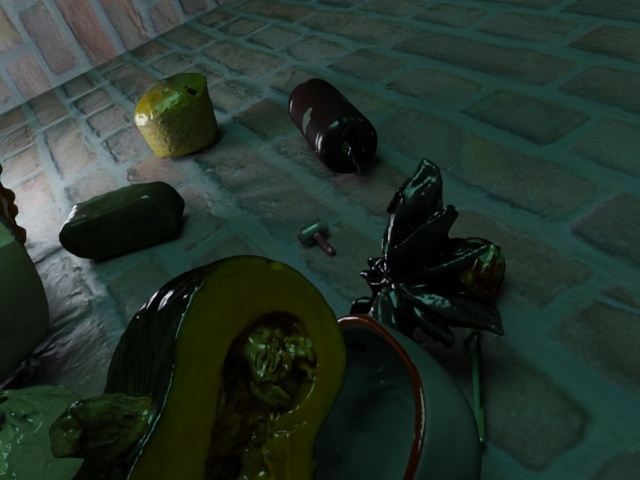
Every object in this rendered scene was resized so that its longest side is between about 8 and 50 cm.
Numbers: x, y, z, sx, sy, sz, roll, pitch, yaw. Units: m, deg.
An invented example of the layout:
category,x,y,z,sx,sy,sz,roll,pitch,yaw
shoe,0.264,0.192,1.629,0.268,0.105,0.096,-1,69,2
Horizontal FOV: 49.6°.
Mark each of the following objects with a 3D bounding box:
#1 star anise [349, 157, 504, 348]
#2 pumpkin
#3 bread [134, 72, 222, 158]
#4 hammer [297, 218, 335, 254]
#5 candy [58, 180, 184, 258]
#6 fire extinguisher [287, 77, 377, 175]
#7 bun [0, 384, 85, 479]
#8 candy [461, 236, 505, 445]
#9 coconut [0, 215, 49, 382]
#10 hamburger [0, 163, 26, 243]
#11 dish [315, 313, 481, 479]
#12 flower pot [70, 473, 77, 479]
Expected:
category,x,y,z,sx,sy,sz,roll,pitch,yaw
star anise,0.103,0.053,0.780,0.212,0.129,0.283,26,98,68
pumpkin,-0.105,0.163,0.556,0.139,0.222,0.317,-28,44,55
bread,-0.333,-0.294,1.614,0.197,0.170,0.197,-17,30,10
hammer,0.000,0.000,1.099,0.052,0.031,0.083,-32,43,-9
candy,-0.380,-0.039,1.329,0.234,0.102,0.104,-19,32,12
fire extinguisher,0.024,-0.216,1.304,0.114,0.135,0.337,-30,33,0
bun,-0.373,0.276,0.808,0.259,0.152,0.259,-16,30,10
candy,0.179,0.105,0.791,0.084,0.078,0.288,-7,41,14
coconut,-0.618,0.084,1.032,0.344,0.415,0.415,-54,10,39
hamburger,-0.746,-0.076,1.336,0.277,0.396,0.396,-24,30,-22
dish,0.047,0.203,0.624,0.256,0.117,0.256,-43,32,36
flower pot,-0.175,0.294,0.663,0.235,0.140,0.235,-18,32,12
